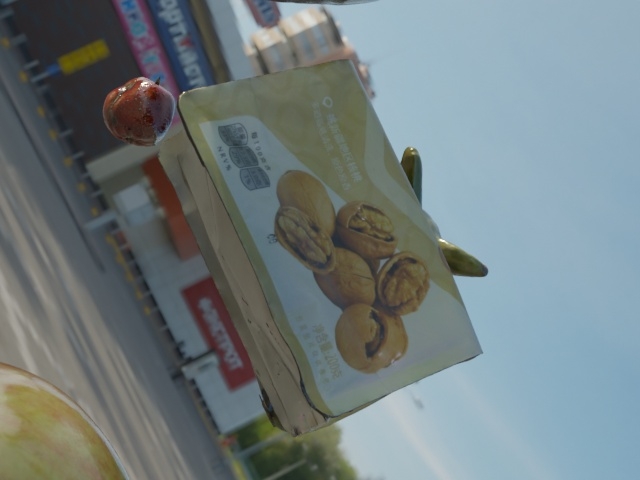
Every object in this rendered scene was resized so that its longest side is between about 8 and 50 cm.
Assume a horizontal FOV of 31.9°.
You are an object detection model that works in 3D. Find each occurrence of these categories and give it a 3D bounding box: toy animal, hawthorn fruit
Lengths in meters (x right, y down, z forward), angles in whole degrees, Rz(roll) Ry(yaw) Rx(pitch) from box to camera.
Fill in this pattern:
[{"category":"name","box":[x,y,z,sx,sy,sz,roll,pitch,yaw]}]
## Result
[{"category":"toy animal","box":[0.084,-0.019,1.496,0.180,0.181,0.363,61,-7,-26]},{"category":"hawthorn fruit","box":[-0.219,-0.161,1.371,0.093,0.093,0.093,61,-9,17]}]

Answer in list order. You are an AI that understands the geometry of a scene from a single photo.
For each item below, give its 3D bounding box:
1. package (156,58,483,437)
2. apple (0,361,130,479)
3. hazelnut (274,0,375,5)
[{"category":"package","box":[-0.021,0.013,1.045,0.165,0.221,0.311,-34,-102,51]},{"category":"apple","box":[-0.234,0.209,0.712,0.234,0.257,0.257,58,-5,-28]},{"category":"hazelnut","box":[0.016,-0.428,1.178,0.421,0.420,0.353,-143,-124,-71]}]
